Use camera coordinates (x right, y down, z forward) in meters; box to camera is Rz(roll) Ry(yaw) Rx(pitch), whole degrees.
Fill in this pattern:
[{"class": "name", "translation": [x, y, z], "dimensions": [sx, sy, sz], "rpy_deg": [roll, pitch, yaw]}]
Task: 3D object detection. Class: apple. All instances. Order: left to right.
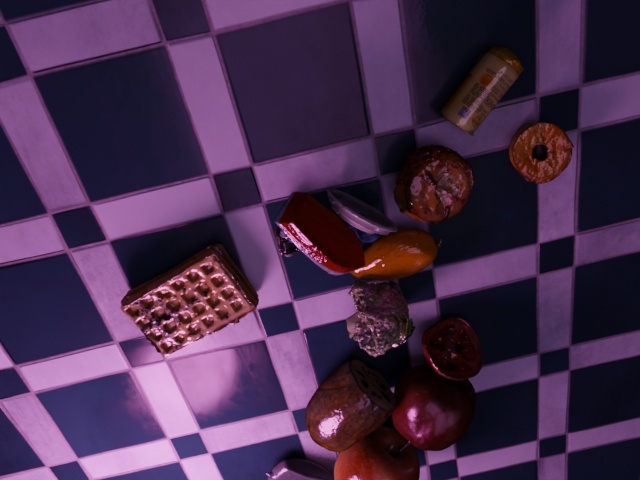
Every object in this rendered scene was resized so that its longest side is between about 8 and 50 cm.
[{"class": "apple", "translation": [0.224, 0.878, 1.797], "dimensions": [0.319, 0.319, 0.277], "rpy_deg": [15, 109, -13]}]

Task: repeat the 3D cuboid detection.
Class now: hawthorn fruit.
[{"class": "hawthorn fruit", "translation": [0.412, 0.614, 1.689], "dimensions": [0.308, 0.308, 0.324], "rpy_deg": [-6, 93, -3]}]

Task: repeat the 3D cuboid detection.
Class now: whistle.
[{"class": "whistle", "translation": [0.134, -0.029, 1.470], "dimensions": [0.158, 0.090, 0.090], "rpy_deg": [-18, 116, 6]}]

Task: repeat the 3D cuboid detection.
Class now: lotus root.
[{"class": "lotus root", "translation": [0.088, 0.619, 1.700], "dimensions": [0.250, 0.250, 0.346], "rpy_deg": [30, 116, -18]}]

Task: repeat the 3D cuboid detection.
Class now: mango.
[{"class": "mango", "translation": [0.240, 0.051, 1.499], "dimensions": [0.317, 0.119, 0.176], "rpy_deg": [-25, 133, 20]}]

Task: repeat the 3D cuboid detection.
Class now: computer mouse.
[{"class": "computer mouse", "translation": [-0.058, 1.016, 1.942], "dimensions": [0.371, 0.122, 0.188], "rpy_deg": [26, 107, -10]}]

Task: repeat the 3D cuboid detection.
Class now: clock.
[{"class": "clock", "translation": [0.113, -0.075, 1.359], "dimensions": [0.236, 0.236, 0.053], "rpy_deg": [25, 105, -17]}]

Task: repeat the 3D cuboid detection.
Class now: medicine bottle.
[{"class": "medicine bottle", "translation": [0.451, -0.421, 1.293], "dimensions": [0.124, 0.124, 0.239], "rpy_deg": [29, 109, -18]}]

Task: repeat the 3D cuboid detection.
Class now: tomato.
[{"class": "tomato", "translation": [0.462, 0.390, 1.663], "dimensions": [0.228, 0.228, 0.101], "rpy_deg": [11, 152, -11]}]

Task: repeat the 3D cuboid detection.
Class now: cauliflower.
[{"class": "cauliflower", "translation": [0.172, 0.268, 1.561], "dimensions": [0.239, 0.256, 0.315], "rpy_deg": [25, 142, -36]}]

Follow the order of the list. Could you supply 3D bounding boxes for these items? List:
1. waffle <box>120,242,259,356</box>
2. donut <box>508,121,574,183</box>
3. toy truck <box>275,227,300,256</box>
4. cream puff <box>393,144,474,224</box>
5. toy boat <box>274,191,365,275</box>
[{"class": "waffle", "translation": [-0.424, 0.194, 1.506], "dimensions": [0.376, 0.114, 0.261], "rpy_deg": [-27, 116, 8]}, {"class": "donut", "translation": [0.659, -0.272, 1.411], "dimensions": [0.190, 0.074, 0.174], "rpy_deg": [30, 111, -14]}, {"class": "toy truck", "translation": [-0.046, -0.018, 1.456], "dimensions": [0.192, 0.092, 0.083], "rpy_deg": [-15, 117, -8]}, {"class": "cream puff", "translation": [0.330, -0.167, 1.381], "dimensions": [0.240, 0.164, 0.240], "rpy_deg": [-8, 116, -18]}, {"class": "toy boat", "translation": [0.000, 0.000, 1.355], "dimensions": [0.332, 0.133, 0.145], "rpy_deg": [41, 62, -32]}]
